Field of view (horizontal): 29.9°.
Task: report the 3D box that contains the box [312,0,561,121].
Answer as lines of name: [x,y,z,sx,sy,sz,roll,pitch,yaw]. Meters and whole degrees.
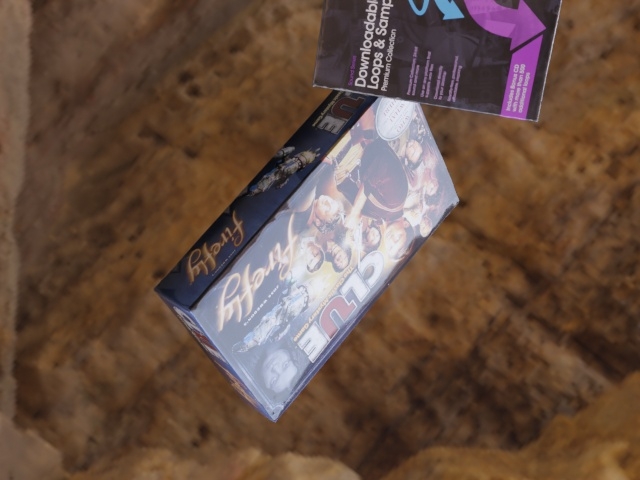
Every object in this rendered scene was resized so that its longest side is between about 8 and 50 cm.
box: [0.080,-0.151,0.825,0.029,0.162,0.116,-70,168,-69]

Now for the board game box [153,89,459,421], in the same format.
board game box: [0.000,0.000,0.914,0.243,0.042,0.165,-50,141,-16]
